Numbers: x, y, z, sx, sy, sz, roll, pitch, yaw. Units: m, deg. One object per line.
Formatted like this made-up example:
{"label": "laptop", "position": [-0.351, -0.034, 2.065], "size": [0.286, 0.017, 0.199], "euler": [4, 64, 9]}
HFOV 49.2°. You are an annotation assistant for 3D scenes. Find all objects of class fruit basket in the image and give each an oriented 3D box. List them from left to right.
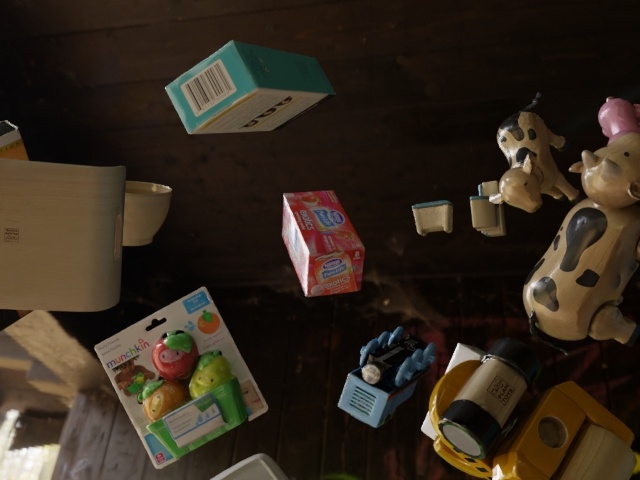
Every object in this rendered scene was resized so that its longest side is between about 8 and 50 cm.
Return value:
{"label": "fruit basket", "position": [-0.350, 0.344, 1.744], "size": [0.327, 0.353, 0.165], "euler": [-28, 0, 0]}

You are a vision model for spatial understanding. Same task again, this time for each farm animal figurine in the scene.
{"label": "farm animal figurine", "position": [0.303, -0.032, 0.773], "size": [0.172, 0.327, 0.330], "euler": [21, -6, -35]}

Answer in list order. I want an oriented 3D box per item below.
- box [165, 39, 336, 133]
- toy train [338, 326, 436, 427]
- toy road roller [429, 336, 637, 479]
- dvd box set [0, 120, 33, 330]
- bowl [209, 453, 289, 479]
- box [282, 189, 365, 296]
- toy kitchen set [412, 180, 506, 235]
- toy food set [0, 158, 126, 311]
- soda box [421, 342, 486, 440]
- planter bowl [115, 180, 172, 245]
{"label": "box", "position": [-0.074, -0.180, 0.847], "size": [0.100, 0.060, 0.244], "euler": [-28, -1, 22]}
{"label": "toy train", "position": [0.098, 0.187, 0.980], "size": [0.080, 0.105, 0.184], "euler": [26, 15, 23]}
{"label": "toy road roller", "position": [0.341, 0.347, 1.217], "size": [0.329, 0.202, 0.240], "euler": [39, -28, 8]}
{"label": "dvd box set", "position": [-0.692, 0.007, 1.405], "size": [0.062, 0.307, 0.420], "euler": [27, -44, 31]}
{"label": "bowl", "position": [-0.096, 0.368, 0.969], "size": [0.142, 0.142, 0.053], "euler": [-23, -40, -27]}
{"label": "box", "position": [0.000, 0.000, 1.591], "size": [0.128, 0.257, 0.122], "euler": [-5, -55, -14]}
{"label": "toy kitchen set", "position": [0.310, -0.072, 1.557], "size": [0.166, 0.122, 0.207], "euler": [-7, -8, 22]}
{"label": "toy food set", "position": [-0.451, -0.015, 1.037], "size": [0.306, 0.220, 0.092], "euler": [3, 11, -15]}
{"label": "soda box", "position": [0.305, 0.340, 1.536], "size": [0.074, 0.216, 0.069], "euler": [18, 6, -40]}
{"label": "planter bowl", "position": [-0.371, -0.051, 1.350], "size": [0.162, 0.162, 0.109], "euler": [6, -78, -1]}
